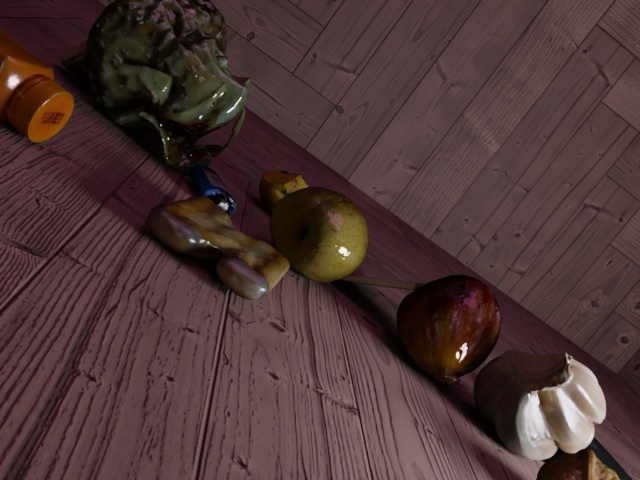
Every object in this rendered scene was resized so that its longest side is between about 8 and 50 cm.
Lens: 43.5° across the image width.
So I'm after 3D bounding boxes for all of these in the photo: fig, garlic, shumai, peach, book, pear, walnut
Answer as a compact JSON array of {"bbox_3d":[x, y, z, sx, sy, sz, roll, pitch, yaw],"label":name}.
[{"bbox_3d":[0.274,0.183,1.708,0.224,0.224,0.263,37,17,3],"label":"fig"},{"bbox_3d":[0.443,0.326,1.621,0.210,0.237,0.292,-113,-178,-53],"label":"garlic"},{"bbox_3d":[-0.303,-0.362,1.807,0.348,0.395,0.395,41,11,28],"label":"shumai"},{"bbox_3d":[-0.102,-0.119,2.063,0.151,0.118,0.151,31,40,-30],"label":"peach"},{"bbox_3d":[0.173,0.105,1.941,0.216,0.021,0.310,6,-3,24],"label":"book"},{"bbox_3d":[0.007,-0.012,1.735,0.228,0.188,0.211,43,20,28],"label":"pear"},{"bbox_3d":[0.449,0.434,1.386,0.166,0.149,0.166,15,-5,1],"label":"walnut"}]

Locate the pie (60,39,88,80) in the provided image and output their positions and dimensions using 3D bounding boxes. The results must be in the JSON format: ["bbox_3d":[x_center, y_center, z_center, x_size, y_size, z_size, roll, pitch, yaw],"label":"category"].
[{"bbox_3d":[-0.520,-0.440,1.937,0.178,0.205,0.084,13,64,-54],"label":"pie"}]

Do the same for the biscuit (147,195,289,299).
[{"bbox_3d":[-0.173,0.009,1.418,0.236,0.062,0.291,36,11,0],"label":"biscuit"}]

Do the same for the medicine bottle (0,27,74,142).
[{"bbox_3d":[-0.526,-0.268,1.329,0.222,0.112,0.149,38,10,8],"label":"medicine bottle"}]

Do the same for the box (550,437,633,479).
[{"bbox_3d":[0.567,0.461,1.835,0.290,0.073,0.289,31,13,-32],"label":"box"}]

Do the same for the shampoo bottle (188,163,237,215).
[{"bbox_3d":[-0.232,-0.105,1.747,0.087,0.050,0.183,33,11,-33],"label":"shampoo bottle"}]
